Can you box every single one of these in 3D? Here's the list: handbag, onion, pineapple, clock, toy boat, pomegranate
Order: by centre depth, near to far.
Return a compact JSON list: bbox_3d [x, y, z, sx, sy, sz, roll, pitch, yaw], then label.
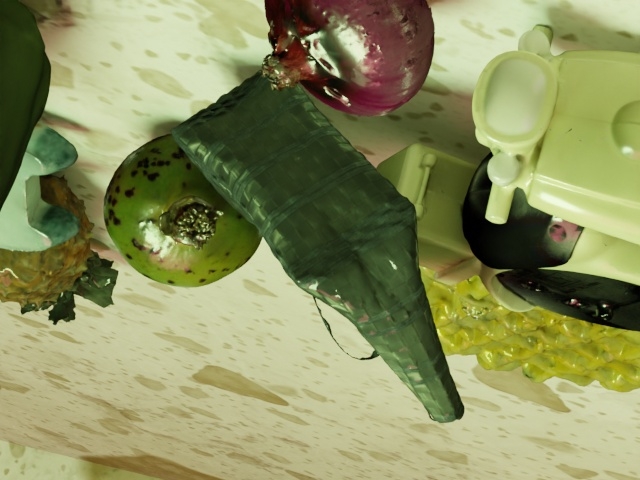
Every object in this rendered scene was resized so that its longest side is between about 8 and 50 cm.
[{"bbox_3d":[0.010,-0.120,0.960,0.115,0.104,0.115,50,165,19],"label":"onion"},{"bbox_3d":[0.188,-0.022,1.065,0.276,0.120,0.379,18,163,-12],"label":"clock"},{"bbox_3d":[0.000,0.000,1.153,0.270,0.088,0.175,49,168,41],"label":"handbag"},{"bbox_3d":[-0.103,-0.026,1.319,0.130,0.130,0.130,16,162,5],"label":"pomegranate"},{"bbox_3d":[-0.292,-0.068,1.423,0.207,0.079,0.134,13,133,13],"label":"toy boat"},{"bbox_3d":[-0.253,0.013,1.581,0.128,0.128,0.248,14,167,10],"label":"pineapple"}]

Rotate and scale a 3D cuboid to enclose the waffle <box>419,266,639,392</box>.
[{"bbox_3d":[0.172,0.063,1.420,0.261,0.056,0.250,7,160,24],"label":"waffle"}]

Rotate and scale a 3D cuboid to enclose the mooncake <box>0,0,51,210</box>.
[{"bbox_3d":[-0.356,-0.117,1.119,0.356,0.194,0.356,14,171,2],"label":"mooncake"}]
